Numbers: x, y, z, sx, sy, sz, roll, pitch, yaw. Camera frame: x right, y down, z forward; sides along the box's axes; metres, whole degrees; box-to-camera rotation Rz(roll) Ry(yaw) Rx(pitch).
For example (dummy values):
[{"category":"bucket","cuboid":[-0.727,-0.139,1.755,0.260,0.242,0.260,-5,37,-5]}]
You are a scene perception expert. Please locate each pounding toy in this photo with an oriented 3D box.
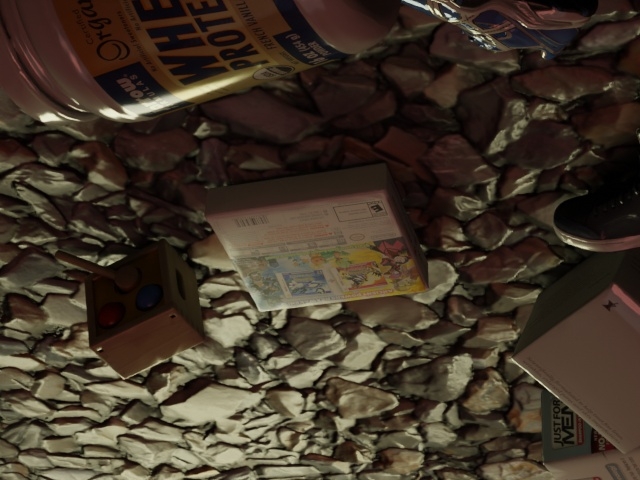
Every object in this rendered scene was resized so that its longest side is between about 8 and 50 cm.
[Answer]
[{"category":"pounding toy","cuboid":[-0.218,0.063,1.855,0.130,0.141,0.100,-26,135,13]}]

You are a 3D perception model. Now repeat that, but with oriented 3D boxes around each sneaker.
[{"category":"sneaker","cuboid":[0.142,-0.212,1.486,0.211,0.080,0.081,13,139,-9]},{"category":"sneaker","cuboid":[0.322,-0.070,1.656,0.226,0.086,0.163,-1,128,37]}]

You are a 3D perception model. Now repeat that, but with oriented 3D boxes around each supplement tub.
[{"category":"supplement tub","cuboid":[-0.115,-0.229,1.370,0.316,0.228,0.228,-15,138,24]}]

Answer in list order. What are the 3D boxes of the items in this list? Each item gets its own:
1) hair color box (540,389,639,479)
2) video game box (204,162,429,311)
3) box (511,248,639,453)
[{"category":"hair color box","cuboid":[0.478,0.239,2.011,0.374,0.113,0.185,-15,138,22]},{"category":"video game box","cuboid":[0.000,0.000,1.803,0.205,0.048,0.187,-7,139,15]},{"category":"box","cuboid":[0.344,0.109,1.805,0.181,0.119,0.182,41,134,-8]}]
